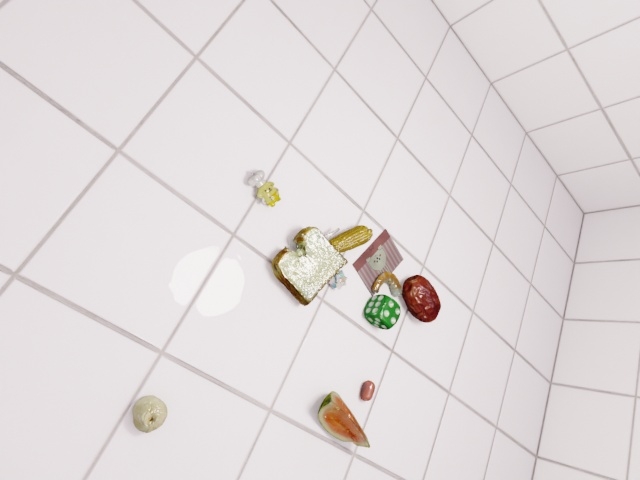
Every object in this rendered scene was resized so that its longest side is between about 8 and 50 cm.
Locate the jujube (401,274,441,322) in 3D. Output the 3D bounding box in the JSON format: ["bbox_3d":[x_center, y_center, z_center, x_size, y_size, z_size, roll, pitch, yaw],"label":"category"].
[{"bbox_3d":[0.511,0.296,2.138,0.174,0.174,0.250,-34,107,-34],"label":"jujube"}]

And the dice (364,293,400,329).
[{"bbox_3d":[0.290,0.335,1.991,0.120,0.131,0.128,45,62,-23],"label":"dice"}]

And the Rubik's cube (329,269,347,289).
[{"bbox_3d":[0.080,0.180,1.895,0.084,0.073,0.075,-33,103,-37],"label":"Rubik's cube"}]

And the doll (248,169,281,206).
[{"bbox_3d":[-0.229,-0.214,1.728,0.162,0.062,0.106,51,54,-18],"label":"doll"}]

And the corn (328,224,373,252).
[{"bbox_3d":[0.138,-0.004,1.950,0.261,0.097,0.097,-23,98,-30],"label":"corn"}]

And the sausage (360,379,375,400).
[{"bbox_3d":[0.215,0.687,1.934,0.054,0.059,0.094,25,74,-18],"label":"sausage"}]

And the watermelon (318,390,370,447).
[{"bbox_3d":[0.069,0.758,1.781,0.128,0.159,0.303,-36,110,-3],"label":"watermelon"}]

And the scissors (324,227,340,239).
[{"bbox_3d":[0.000,0.000,1.868,0.212,0.021,0.110,-32,101,-22],"label":"scissors"}]

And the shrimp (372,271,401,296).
[{"bbox_3d":[0.329,0.239,2.083,0.166,0.049,0.161,-34,106,-34],"label":"shrimp"}]

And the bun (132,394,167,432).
[{"bbox_3d":[-0.555,0.566,1.379,0.115,0.069,0.115,7,78,-36],"label":"bun"}]

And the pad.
[{"bbox_3d":[0.293,0.106,2.102,0.300,0.005,0.202,-43,109,-32],"label":"pad"}]

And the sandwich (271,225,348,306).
[{"bbox_3d":[-0.055,0.098,1.772,0.273,0.095,0.249,-46,109,-21],"label":"sandwich"}]
